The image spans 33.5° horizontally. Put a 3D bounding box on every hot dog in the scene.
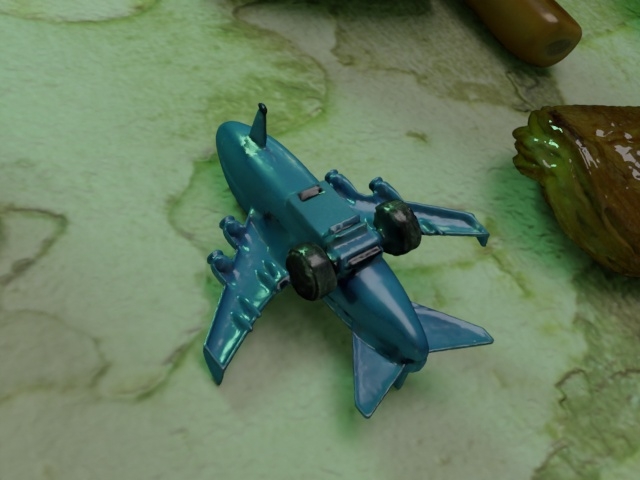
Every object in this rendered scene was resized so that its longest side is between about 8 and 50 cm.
[{"bbox_3d":[0.299,-0.057,1.009,0.272,0.122,0.196,-6,51,-29],"label":"hot dog"}]

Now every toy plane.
[{"bbox_3d":[0.000,0.000,0.795,0.254,0.105,0.271,-26,68,-28],"label":"toy plane"}]

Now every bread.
[{"bbox_3d":[0.194,-0.292,1.212,0.092,0.074,0.239,0,47,-53],"label":"bread"}]
